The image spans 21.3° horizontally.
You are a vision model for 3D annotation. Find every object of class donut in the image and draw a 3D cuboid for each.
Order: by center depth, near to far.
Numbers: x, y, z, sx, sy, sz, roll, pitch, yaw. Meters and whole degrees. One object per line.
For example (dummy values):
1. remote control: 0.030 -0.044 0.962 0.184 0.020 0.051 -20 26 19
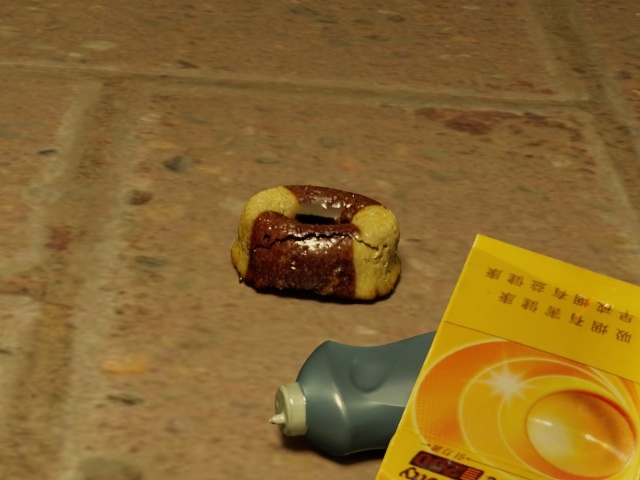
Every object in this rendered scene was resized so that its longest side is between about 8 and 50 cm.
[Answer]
1. donut: 0.000 0.000 1.353 0.140 0.059 0.140 6 22 -2

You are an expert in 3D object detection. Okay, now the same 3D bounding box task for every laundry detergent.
1. laundry detergent: 0.061 0.103 1.138 0.206 0.061 0.097 -5 39 -19

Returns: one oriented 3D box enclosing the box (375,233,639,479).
1. box: 0.133 0.110 1.067 0.152 0.043 0.269 18 42 10
